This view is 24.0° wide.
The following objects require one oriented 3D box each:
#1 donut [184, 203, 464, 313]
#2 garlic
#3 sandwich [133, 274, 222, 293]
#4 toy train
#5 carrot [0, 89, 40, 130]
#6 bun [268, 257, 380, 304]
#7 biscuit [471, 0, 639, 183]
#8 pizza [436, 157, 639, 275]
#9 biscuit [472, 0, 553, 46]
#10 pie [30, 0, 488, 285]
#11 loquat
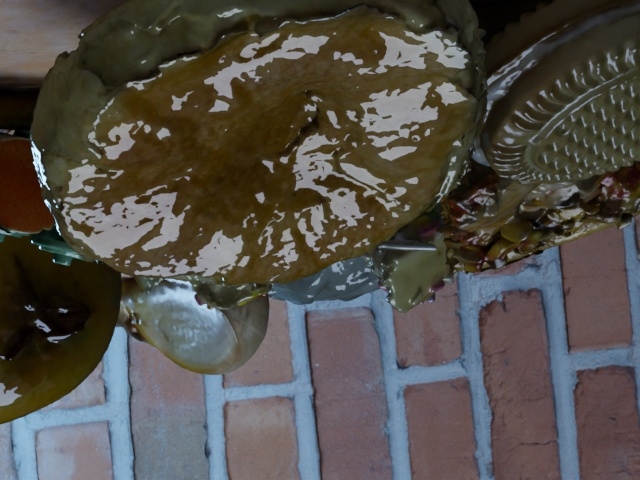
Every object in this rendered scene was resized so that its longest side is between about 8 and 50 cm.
[{"bbox_3d":[0.019,-0.022,1.795,0.371,0.150,0.307,-2,-151,28],"label":"donut"},{"bbox_3d":[-0.183,0.045,2.177,0.249,0.286,0.313,12,164,-42],"label":"garlic"},{"bbox_3d":[-0.160,-0.040,1.594,0.108,0.186,0.220,-9,176,18],"label":"sandwich"},{"bbox_3d":[-0.299,-0.056,1.383,0.177,0.116,0.285,17,178,-36],"label":"toy train"},{"bbox_3d":[-0.275,-0.115,1.334,0.171,0.042,0.042,-1,175,-37],"label":"carrot"},{"bbox_3d":[0.005,-0.001,2.371,0.354,0.194,0.354,-2,-173,0],"label":"bun"},{"bbox_3d":[0.223,-0.121,1.144,0.259,0.079,0.259,-17,159,-7],"label":"biscuit"},{"bbox_3d":[0.223,-0.043,1.388,0.251,0.074,0.287,-17,165,6],"label":"pizza"},{"bbox_3d":[0.140,-0.158,1.216,0.301,0.049,0.197,-2,173,-40],"label":"biscuit"},{"bbox_3d":[-0.036,-0.073,1.034,0.339,0.083,0.339,-12,151,-7],"label":"pie"},{"bbox_3d":[-0.423,0.064,1.879,0.328,0.328,0.359,-3,-166,-43],"label":"loquat"}]
